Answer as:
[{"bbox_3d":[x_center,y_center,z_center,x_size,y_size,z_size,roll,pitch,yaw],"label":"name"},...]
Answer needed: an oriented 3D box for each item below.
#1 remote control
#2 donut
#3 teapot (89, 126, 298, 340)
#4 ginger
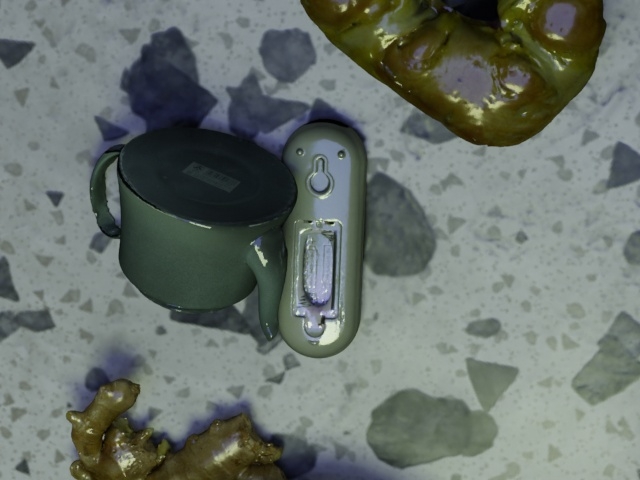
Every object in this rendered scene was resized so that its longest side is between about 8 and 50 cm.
[{"bbox_3d":[0.000,0.000,1.759,0.078,0.042,0.221,4,101,10],"label":"remote control"},{"bbox_3d":[0.124,-0.212,1.652,0.261,0.128,0.208,40,104,0],"label":"donut"},{"bbox_3d":[-0.120,-0.004,1.735,0.239,0.162,0.149,32,127,27],"label":"teapot"},{"bbox_3d":[-0.145,0.201,1.821,0.176,0.052,0.193,-34,107,25],"label":"ginger"}]
